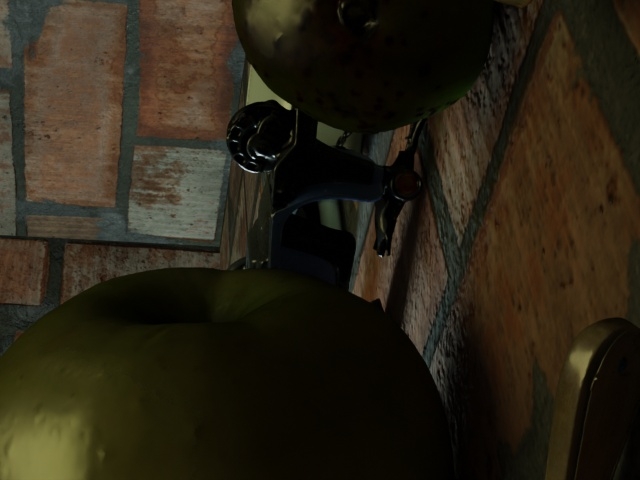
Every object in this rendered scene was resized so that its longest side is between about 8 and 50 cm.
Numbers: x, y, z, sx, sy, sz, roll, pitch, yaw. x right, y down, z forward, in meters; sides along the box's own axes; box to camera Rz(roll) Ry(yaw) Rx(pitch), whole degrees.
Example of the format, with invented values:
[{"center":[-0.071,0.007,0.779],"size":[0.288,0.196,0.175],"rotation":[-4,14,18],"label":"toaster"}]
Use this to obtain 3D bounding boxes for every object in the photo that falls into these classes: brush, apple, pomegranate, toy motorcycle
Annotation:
[{"center":[0.152,0.204,0.650],"size":[0.065,0.070,0.327],"rotation":[39,126,55],"label":"brush"},{"center":[-0.099,0.243,0.996],"size":[0.473,0.473,0.474],"rotation":[-177,90,-80],"label":"apple"},{"center":[0.029,-0.198,0.982],"size":[0.286,0.230,0.231],"rotation":[151,122,-78],"label":"pomegranate"},{"center":[0.000,0.000,1.188],"size":[0.125,0.212,0.359],"rotation":[-103,15,-57],"label":"toy motorcycle"}]

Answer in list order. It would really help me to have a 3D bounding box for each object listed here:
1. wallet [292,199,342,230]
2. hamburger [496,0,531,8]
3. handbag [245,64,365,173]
[{"center":[-0.009,0.014,1.613],"size":[0.231,0.069,0.170],"rotation":[-99,20,-46],"label":"wallet"},{"center":[0.134,-0.248,0.634],"size":[0.237,0.147,0.237],"rotation":[-177,90,-77],"label":"hamburger"},{"center":[-0.006,-0.271,1.432],"size":[0.237,0.160,0.359],"rotation":[-122,36,-61],"label":"handbag"}]
